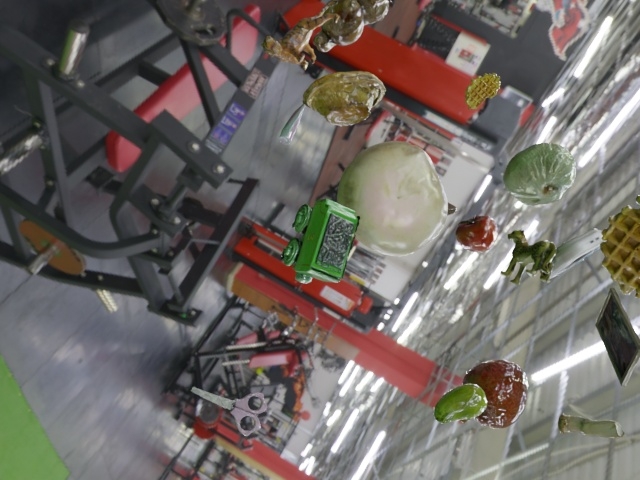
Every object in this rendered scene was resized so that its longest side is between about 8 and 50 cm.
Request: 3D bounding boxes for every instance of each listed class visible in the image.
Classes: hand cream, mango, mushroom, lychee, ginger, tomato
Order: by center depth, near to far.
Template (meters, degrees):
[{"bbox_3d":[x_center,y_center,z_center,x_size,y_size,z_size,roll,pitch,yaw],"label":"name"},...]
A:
[{"bbox_3d":[0.365,0.426,1.358,0.165,0.091,0.074,-15,113,-30],"label":"mango"},{"bbox_3d":[0.841,0.586,1.633,0.202,0.054,0.059,-12,-101,52],"label":"mushroom"},{"bbox_3d":[0.241,-0.139,1.649,0.325,0.353,0.353,-57,177,23],"label":"mushroom"},{"bbox_3d":[0.117,-0.779,1.739,0.375,0.176,0.256,-44,-169,-4],"label":"ginger"},{"bbox_3d":[-0.101,-0.424,1.884,0.076,0.047,0.174,-22,-140,52],"label":"hand cream"},{"bbox_3d":[0.638,0.575,1.949,0.300,0.255,0.255,-18,164,-10],"label":"lychee"},{"bbox_3d":[0.663,-0.022,2.208,0.187,0.151,0.187,-19,-169,4],"label":"tomato"}]

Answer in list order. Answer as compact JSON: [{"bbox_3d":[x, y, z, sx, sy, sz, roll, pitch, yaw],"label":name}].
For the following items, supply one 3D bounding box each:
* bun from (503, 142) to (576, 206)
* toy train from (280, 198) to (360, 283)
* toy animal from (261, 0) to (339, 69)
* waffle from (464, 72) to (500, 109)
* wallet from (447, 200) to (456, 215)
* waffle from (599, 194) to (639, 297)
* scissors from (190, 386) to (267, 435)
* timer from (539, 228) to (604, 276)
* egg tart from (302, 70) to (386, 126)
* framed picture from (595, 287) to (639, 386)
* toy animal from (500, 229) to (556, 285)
[{"bbox_3d":[0.600,-0.167,1.413,0.195,0.195,0.118,115,-28,-44],"label":"bun"},{"bbox_3d":[0.000,0.000,1.429,0.188,0.132,0.243,-5,-114,60],"label":"toy train"},{"bbox_3d":[-0.042,-0.563,1.417,0.255,0.116,0.114,-52,178,-18],"label":"toy animal"},{"bbox_3d":[0.355,-0.329,1.141,0.085,0.016,0.078,-25,137,-1],"label":"waffle"},{"bbox_3d":[0.418,-0.124,1.912,0.152,0.118,0.038,-134,-147,-60],"label":"wallet"},{"bbox_3d":[0.888,0.027,1.376,0.283,0.309,0.065,-8,-164,44],"label":"waffle"},{"bbox_3d":[-0.229,0.410,1.307,0.021,0.212,0.110,-13,-130,54],"label":"scissors"},{"bbox_3d":[1.023,0.053,2.124,0.237,0.087,0.262,-22,158,-20],"label":"timer"},{"bbox_3d":[0.069,-0.396,1.484,0.241,0.241,0.105,90,-7,-80],"label":"egg tart"},{"bbox_3d":[0.925,0.297,1.621,0.250,0.016,0.184,-84,171,-49],"label":"framed picture"},{"bbox_3d":[0.518,0.033,1.271,0.136,0.073,0.181,-65,-170,-12],"label":"toy animal"}]
